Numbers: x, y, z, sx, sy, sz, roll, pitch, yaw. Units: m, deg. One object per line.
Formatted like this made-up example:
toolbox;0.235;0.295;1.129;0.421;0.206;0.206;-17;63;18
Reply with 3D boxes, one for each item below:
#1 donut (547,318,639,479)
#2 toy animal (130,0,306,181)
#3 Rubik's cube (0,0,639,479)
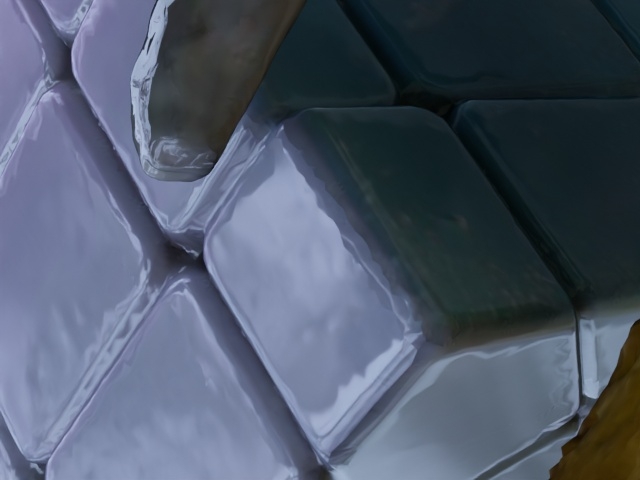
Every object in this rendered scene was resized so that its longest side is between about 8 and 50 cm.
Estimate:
donut;0.178;0.047;0.363;0.435;0.163;0.377;-63;1;-1
toy animal;-0.015;-0.217;0.460;0.188;0.308;0.266;35;-121;3
Rubik's cube;0.000;0.000;0.759;0.322;0.319;0.316;-5;-126;-42
